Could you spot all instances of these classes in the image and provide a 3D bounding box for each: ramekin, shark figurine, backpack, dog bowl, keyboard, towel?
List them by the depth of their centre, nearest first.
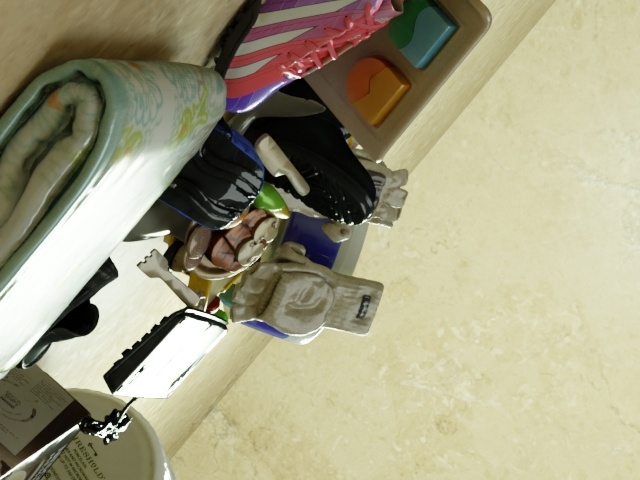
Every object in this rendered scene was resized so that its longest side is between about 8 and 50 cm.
[{"bbox_3d":[-0.247,-0.004,1.497,0.374,0.090,0.320,-49,177,12],"label":"towel"},{"bbox_3d":[-0.114,-0.079,1.695,0.098,0.120,0.101,-46,-153,17],"label":"backpack"},{"bbox_3d":[-0.125,-0.054,1.896,0.278,0.116,0.166,-42,174,-27],"label":"shark figurine"},{"bbox_3d":[-0.196,0.151,1.993,0.201,0.033,0.317,-47,171,-1],"label":"keyboard"},{"bbox_3d":[-0.315,0.310,2.255,0.273,0.273,0.127,-44,161,-28],"label":"ramekin"},{"bbox_3d":[-0.031,-0.004,2.324,0.265,0.104,0.264,-160,-90,-75],"label":"dog bowl"}]

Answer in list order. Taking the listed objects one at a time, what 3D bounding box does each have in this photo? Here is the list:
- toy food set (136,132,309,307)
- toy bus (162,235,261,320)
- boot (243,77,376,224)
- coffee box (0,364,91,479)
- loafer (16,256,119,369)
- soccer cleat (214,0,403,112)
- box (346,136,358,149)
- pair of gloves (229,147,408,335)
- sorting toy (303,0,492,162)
[{"bbox_3d":[-0.089,-0.008,1.857,0.192,0.038,0.132,-46,142,-2],"label":"toy food set"},{"bbox_3d":[-0.139,0.004,2.160,0.191,0.104,0.202,-63,165,-1],"label":"toy bus"},{"bbox_3d":[0.026,-0.138,1.991,0.207,0.246,0.094,-44,131,-18],"label":"boot"},{"bbox_3d":[-0.396,0.250,1.906,0.168,0.119,0.297,-52,173,25],"label":"coffee box"},{"bbox_3d":[-0.271,0.075,1.846,0.076,0.078,0.223,-41,171,-44],"label":"loafer"},{"bbox_3d":[0.010,-0.222,1.698,0.318,0.116,0.108,-50,171,26],"label":"soccer cleat"},{"bbox_3d":[0.059,-0.212,2.171,0.203,0.103,0.114,-47,173,-7],"label":"box"},{"bbox_3d":[0.000,0.000,2.154,0.204,0.042,0.240,2,110,-33],"label":"pair of gloves"},{"bbox_3d":[0.050,-0.210,1.749,0.038,0.193,0.208,-11,145,-51],"label":"sorting toy"}]
